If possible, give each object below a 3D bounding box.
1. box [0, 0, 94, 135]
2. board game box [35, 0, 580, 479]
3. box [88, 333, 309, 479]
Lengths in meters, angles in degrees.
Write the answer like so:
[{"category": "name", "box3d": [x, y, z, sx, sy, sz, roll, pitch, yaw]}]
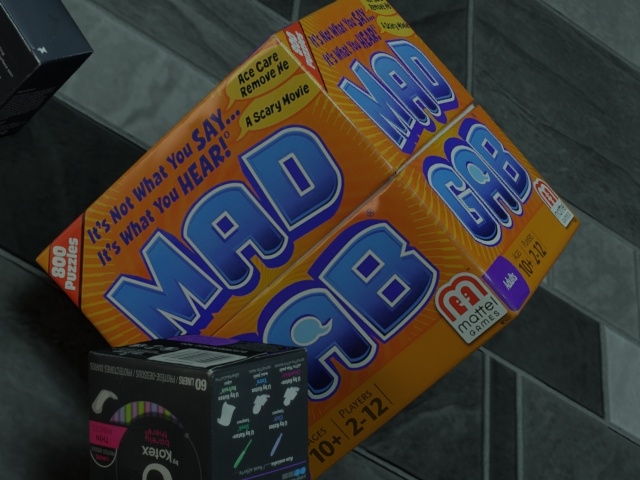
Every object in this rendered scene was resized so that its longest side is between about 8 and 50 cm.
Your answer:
[{"category": "box", "box3d": [-0.353, -0.213, 2.147, 0.093, 0.158, 0.156, -20, 73, -53]}, {"category": "board game box", "box3d": [0.000, 0.000, 2.094, 0.356, 0.356, 0.356, 49, 22, 0]}, {"category": "box", "box3d": [-0.114, 0.234, 1.880, 0.143, 0.165, 0.270, -9, 101, -50]}]
